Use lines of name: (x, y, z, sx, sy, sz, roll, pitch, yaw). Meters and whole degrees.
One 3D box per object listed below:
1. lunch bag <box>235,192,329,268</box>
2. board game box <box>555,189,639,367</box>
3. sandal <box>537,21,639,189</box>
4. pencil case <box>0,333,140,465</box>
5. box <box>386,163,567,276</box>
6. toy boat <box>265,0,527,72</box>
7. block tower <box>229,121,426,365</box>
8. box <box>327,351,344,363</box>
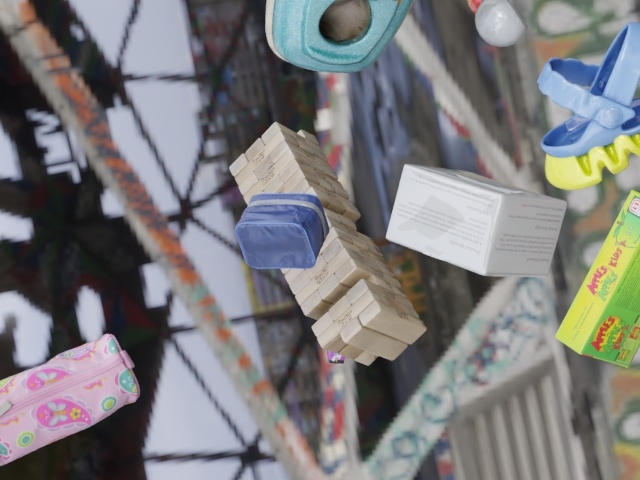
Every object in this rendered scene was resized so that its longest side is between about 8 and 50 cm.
lunch bag: (-0.043, -0.013, 1.606, 0.065, 0.098, 0.067, -63, -33, -46)
board game box: (0.337, 0.044, 1.609, 0.043, 0.092, 0.181, 36, 104, 47)
sandal: (0.363, -0.178, 1.588, 0.138, 0.317, 0.126, 57, -167, -19)
pencil case: (-0.417, 0.245, 2.227, 0.124, 0.284, 0.124, 42, 144, 41)
box: (0.227, -0.028, 2.140, 0.181, 0.182, 0.119, 21, 101, 38)
toy boat: (0.098, -0.308, 1.822, 0.148, 0.318, 0.267, -107, 26, -46)
block tower: (0.000, 0.000, 1.765, 0.097, 0.091, 0.335, 26, -153, -46)
box: (0.029, 0.095, 2.300, 0.116, 0.029, 0.162, -99, 13, -51)
